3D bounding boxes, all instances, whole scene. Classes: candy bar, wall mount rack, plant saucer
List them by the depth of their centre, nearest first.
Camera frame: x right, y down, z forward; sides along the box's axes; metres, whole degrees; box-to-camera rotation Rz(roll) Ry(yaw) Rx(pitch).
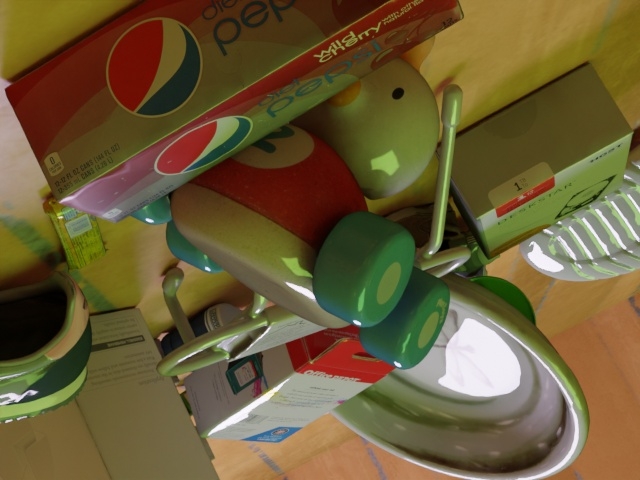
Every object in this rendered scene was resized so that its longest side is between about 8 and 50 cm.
[{"bbox_3d":[-0.192,-0.006,0.987,0.040,0.018,0.161,-28,165,-12],"label":"candy bar"},{"bbox_3d":[0.000,0.000,1.152,0.350,0.131,0.304,-18,166,-31],"label":"wall mount rack"},{"bbox_3d":[0.141,0.139,1.508,0.101,0.400,0.400,-60,-174,-35],"label":"plant saucer"}]

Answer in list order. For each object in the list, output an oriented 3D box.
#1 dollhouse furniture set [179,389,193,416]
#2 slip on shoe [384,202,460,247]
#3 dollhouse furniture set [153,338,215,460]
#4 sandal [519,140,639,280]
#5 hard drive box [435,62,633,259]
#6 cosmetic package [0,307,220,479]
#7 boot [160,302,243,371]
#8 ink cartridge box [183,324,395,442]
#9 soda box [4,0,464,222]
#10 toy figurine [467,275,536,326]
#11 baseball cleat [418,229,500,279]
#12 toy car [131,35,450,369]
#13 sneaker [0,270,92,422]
[{"bbox_3d":[-0.131,0.192,1.656,0.151,0.076,0.058,-37,175,38],"label":"dollhouse furniture set"},{"bbox_3d":[0.109,-0.011,1.437,0.135,0.041,0.051,-13,159,-44],"label":"slip on shoe"},{"bbox_3d":[-0.239,0.228,1.400,0.182,0.161,0.101,-37,162,28],"label":"dollhouse furniture set"},{"bbox_3d":[0.444,-0.080,1.656,0.416,0.169,0.102,-39,-159,36],"label":"sandal"},{"bbox_3d":[0.231,-0.077,1.342,0.181,0.089,0.232,-29,164,5],"label":"hard drive box"},{"bbox_3d":[-0.245,0.223,1.254,0.224,0.225,0.138,-37,162,34],"label":"cosmetic package"},{"bbox_3d":[-0.106,0.127,1.467,0.086,0.069,0.190,-26,149,18],"label":"boot"},{"bbox_3d":[-0.024,0.140,1.378,0.231,0.078,0.134,-36,148,30],"label":"ink cartridge box"},{"bbox_3d":[-0.050,-0.114,0.750,0.263,0.083,0.092,-30,165,8],"label":"soda box"},{"bbox_3d":[0.194,0.116,1.686,0.173,0.130,0.159,14,171,2],"label":"toy figurine"},{"bbox_3d":[0.177,0.024,1.656,0.109,0.072,0.206,-9,160,-7],"label":"baseball cleat"},{"bbox_3d":[0.011,-0.068,0.899,0.238,0.219,0.210,-61,154,-10],"label":"toy car"},{"bbox_3d":[-0.331,0.101,0.985,0.319,0.112,0.131,-21,147,-33],"label":"sneaker"}]
